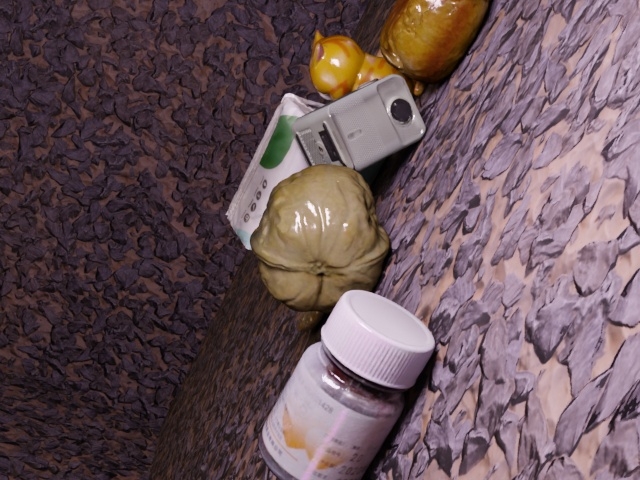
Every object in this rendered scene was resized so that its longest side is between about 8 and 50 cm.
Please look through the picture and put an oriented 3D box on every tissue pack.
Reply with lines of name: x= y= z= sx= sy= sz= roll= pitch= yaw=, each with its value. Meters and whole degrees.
tissue pack: x=-0.030 y=-0.144 z=1.984 sx=0.194 sy=0.266 sz=0.356 roll=51 pitch=122 yaw=44

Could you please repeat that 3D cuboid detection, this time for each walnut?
walnut: x=0.000 y=0.002 z=1.616 sx=0.253 sy=0.282 sz=0.277 roll=-22 pitch=15 yaw=13

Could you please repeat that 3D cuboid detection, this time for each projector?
projector: x=0.088 y=-0.240 z=1.749 sx=0.243 sy=0.163 sz=0.177 roll=-29 pitch=11 yaw=-28

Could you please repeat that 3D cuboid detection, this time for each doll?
doll: x=0.093 y=-0.374 z=1.943 sx=0.166 sy=0.270 sz=0.162 roll=-107 pitch=38 yaw=-69

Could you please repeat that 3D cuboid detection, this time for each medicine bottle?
medicine bottle: x=0.035 y=0.221 z=1.190 sx=0.165 sy=0.165 sz=0.273 roll=-94 pitch=29 yaw=-69

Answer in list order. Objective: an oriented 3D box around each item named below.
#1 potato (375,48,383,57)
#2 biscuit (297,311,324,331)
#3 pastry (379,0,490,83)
potato: x=0.194 y=-0.437 z=2.046 sx=0.112 sy=0.112 sz=0.147 roll=-98 pitch=28 yaw=-71
biscuit: x=0.017 y=0.097 z=1.893 sx=0.265 sy=0.040 sz=0.188 roll=-60 pitch=12 yaw=22
pastry: x=0.247 y=-0.489 z=1.744 sx=0.356 sy=0.164 sz=0.355 roll=-156 pitch=90 yaw=-82
